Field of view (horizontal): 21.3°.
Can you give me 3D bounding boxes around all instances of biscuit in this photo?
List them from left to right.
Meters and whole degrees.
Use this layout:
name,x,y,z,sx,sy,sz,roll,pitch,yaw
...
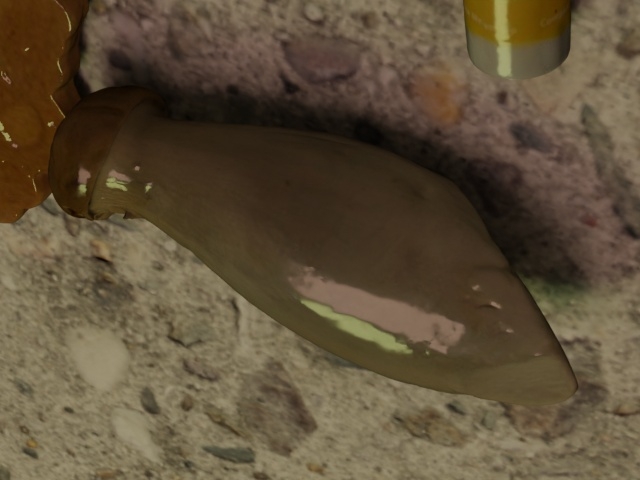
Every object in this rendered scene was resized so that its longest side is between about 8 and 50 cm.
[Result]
name,x,y,z,sx,sy,sz,roll,pitch,yaw
biscuit,-0.215,-0.104,1.094,0.144,0.040,0.236,25,140,13

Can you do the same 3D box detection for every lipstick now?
name,x,y,z,sx,sy,sz,roll,pitch,yaw
lipstick,0.092,-0.199,0.825,0.059,0.059,0.264,9,135,19

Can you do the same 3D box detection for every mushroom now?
name,x,y,z,sx,sy,sz,roll,pitch,yaw
mushroom,0.000,0.000,1.024,0.350,0.128,0.128,23,138,10
